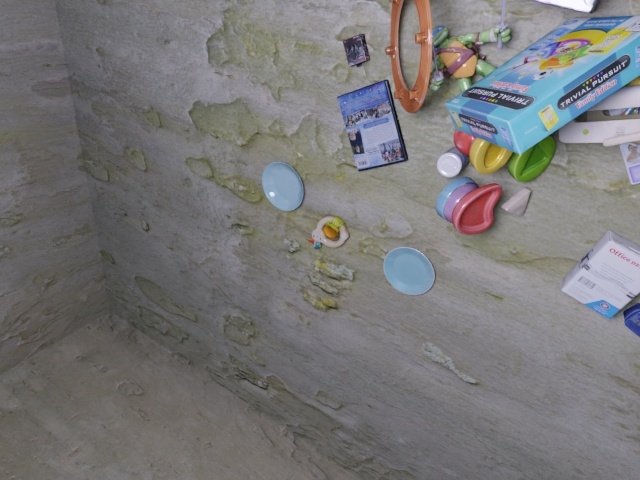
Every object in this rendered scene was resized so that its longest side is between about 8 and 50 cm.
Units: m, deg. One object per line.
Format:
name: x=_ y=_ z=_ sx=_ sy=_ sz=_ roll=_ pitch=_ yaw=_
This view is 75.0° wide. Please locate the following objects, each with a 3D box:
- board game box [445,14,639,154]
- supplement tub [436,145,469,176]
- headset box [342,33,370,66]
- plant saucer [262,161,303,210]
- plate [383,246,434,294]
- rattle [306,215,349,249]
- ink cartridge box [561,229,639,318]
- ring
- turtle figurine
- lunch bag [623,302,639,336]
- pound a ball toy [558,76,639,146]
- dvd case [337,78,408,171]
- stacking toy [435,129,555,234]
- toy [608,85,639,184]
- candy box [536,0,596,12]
board game box: x=0.474 y=-0.335 z=0.872 sx=0.336 sy=0.254 sz=0.079 roll=-34 pitch=118 yaw=4
supplement tub: x=0.380 y=-0.227 z=1.190 sx=0.071 sy=0.107 sz=0.071 roll=16 pitch=122 yaw=27
headset box: x=0.109 y=-0.565 z=1.250 sx=0.062 sy=0.032 sz=0.083 roll=-4 pitch=110 yaw=36
plant saucer: x=-0.137 y=-0.211 z=1.601 sx=0.195 sy=0.037 sz=0.195 roll=16 pitch=121 yaw=28
plate: x=0.312 y=0.105 z=1.465 sx=0.188 sy=0.024 sz=0.188 roll=15 pitch=120 yaw=28
rattle: x=0.000 y=0.000 z=1.555 sx=0.199 sy=0.143 sz=0.130 roll=-20 pitch=119 yaw=33
ink cartridge box: x=0.767 y=0.091 z=1.106 sx=0.139 sy=0.082 sz=0.191 roll=34 pitch=127 yaw=15
ring: x=0.212 y=-0.494 z=1.051 sx=0.032 sy=0.337 sz=0.337 roll=-8 pitch=113 yaw=-2
turtle figurine: x=0.372 y=-0.420 z=1.015 sx=0.266 sy=0.198 sz=0.274 roll=44 pitch=167 yaw=-12
lunch bag: x=0.871 y=0.225 z=1.115 sx=0.098 sy=0.065 sz=0.067 roll=40 pitch=130 yaw=12
pound a ball toy: x=0.646 y=-0.268 z=0.838 sx=0.319 sy=0.208 sz=0.136 roll=21 pitch=122 yaw=60
dvd case: x=0.165 y=-0.358 z=1.327 sx=0.180 sy=0.022 sz=0.253 roll=-7 pitch=109 yaw=36
stacking toy: x=0.449 y=-0.182 z=1.116 sx=0.130 sy=0.279 sz=0.309 roll=-126 pitch=35 yaw=-45
toy: x=0.759 y=-0.252 z=0.950 sx=0.136 sy=0.056 sz=0.237 roll=-17 pitch=103 yaw=38
candy box: x=0.506 y=-0.537 z=0.882 sx=0.164 sy=0.196 sz=0.070 roll=27 pitch=127 yaw=21
